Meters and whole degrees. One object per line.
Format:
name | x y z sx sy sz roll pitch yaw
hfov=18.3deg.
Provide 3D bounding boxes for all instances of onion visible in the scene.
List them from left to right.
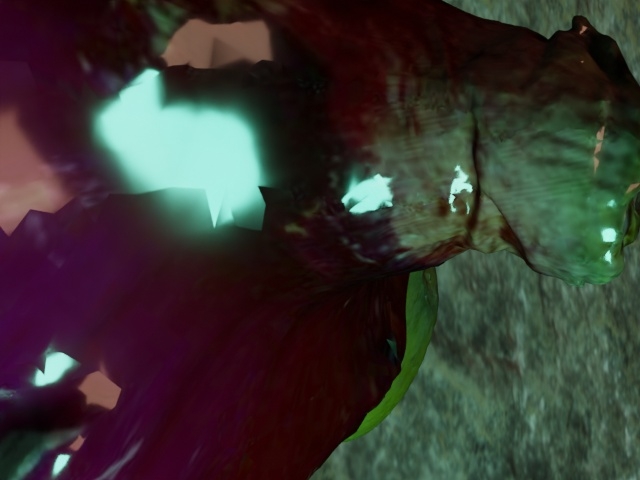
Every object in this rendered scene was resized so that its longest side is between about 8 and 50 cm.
onion | -0.056 -0.053 0.784 0.398 0.420 0.398 18 67 -51

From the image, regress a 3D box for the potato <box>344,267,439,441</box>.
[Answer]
potato | 0.000 0.000 1.160 0.169 0.143 0.248 -35 129 -59
